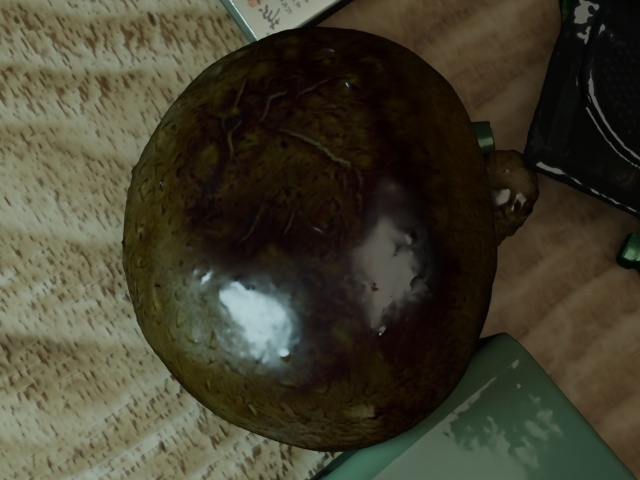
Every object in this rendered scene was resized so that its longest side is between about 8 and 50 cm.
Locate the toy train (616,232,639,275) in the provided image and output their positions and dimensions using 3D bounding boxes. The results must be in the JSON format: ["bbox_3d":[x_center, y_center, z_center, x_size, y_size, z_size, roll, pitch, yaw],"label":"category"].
[{"bbox_3d":[0.336,-0.031,1.709,0.105,0.071,0.178,27,85,8],"label":"toy train"}]

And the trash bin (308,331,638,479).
[{"bbox_3d":[0.078,0.260,1.625,0.343,0.158,0.223,-41,90,-11],"label":"trash bin"}]

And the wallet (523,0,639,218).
[{"bbox_3d":[0.312,-0.155,1.664,0.247,0.041,0.323,24,67,-10],"label":"wallet"}]

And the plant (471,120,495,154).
[{"bbox_3d":[0.098,-0.075,1.705,0.102,0.051,0.051,-11,86,0],"label":"plant"}]

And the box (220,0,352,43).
[{"bbox_3d":[-0.050,-0.275,1.707,0.141,0.058,0.201,-33,89,-6],"label":"box"}]

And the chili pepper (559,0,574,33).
[{"bbox_3d":[0.262,-0.161,1.718,0.108,0.062,0.216,-1,87,-4],"label":"chili pepper"}]

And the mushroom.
[{"bbox_3d":[-0.012,-0.008,1.591,0.345,0.345,0.239,-37,131,-6],"label":"mushroom"}]
